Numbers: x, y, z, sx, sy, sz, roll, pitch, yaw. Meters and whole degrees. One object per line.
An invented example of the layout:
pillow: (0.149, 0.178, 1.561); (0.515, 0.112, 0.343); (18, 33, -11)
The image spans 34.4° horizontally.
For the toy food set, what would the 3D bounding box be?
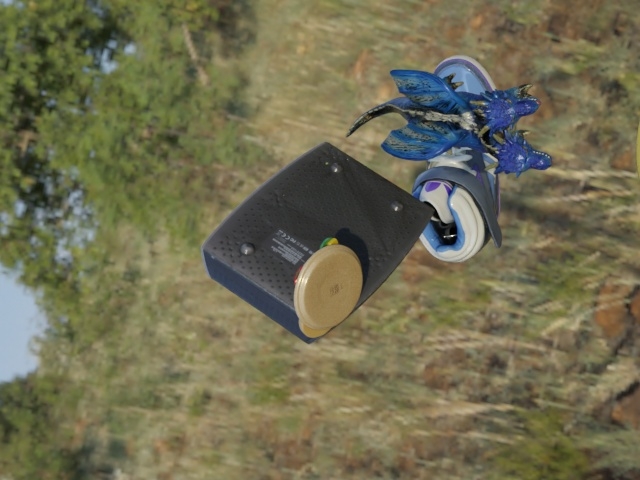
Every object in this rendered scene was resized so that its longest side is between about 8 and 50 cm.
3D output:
toy food set: (0.007, 0.042, 0.931); (0.020, 0.082, 0.083); (21, 144, 46)

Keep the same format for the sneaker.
sneaker: (0.212, -0.126, 1.640); (0.236, 0.130, 0.323); (-31, -63, -64)

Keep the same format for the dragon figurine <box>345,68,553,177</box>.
dragon figurine: (0.113, -0.121, 1.008); (0.289, 0.144, 0.085); (15, 104, 37)

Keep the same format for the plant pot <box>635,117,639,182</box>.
plant pot: (0.557, -0.113, 1.251); (0.239, 0.254, 0.254); (27, 104, 56)

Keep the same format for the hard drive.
hard drive: (0.000, 0.000, 1.111); (0.254, 0.172, 0.054); (-45, -17, -46)
